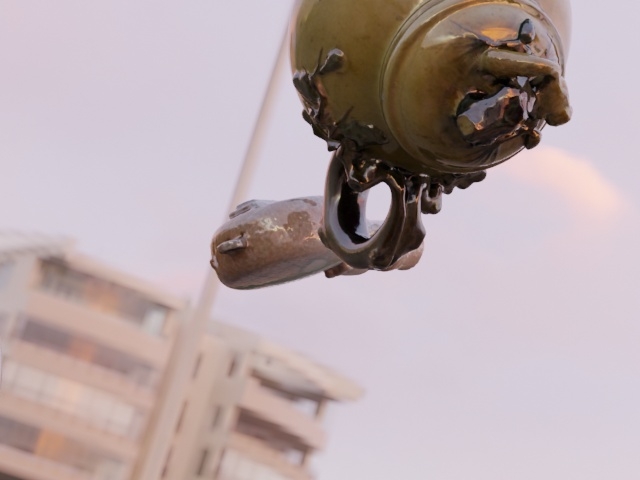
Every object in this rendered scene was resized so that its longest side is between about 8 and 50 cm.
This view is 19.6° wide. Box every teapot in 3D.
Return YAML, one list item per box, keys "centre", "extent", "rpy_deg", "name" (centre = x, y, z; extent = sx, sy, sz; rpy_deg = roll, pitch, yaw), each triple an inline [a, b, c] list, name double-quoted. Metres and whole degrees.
- centre: [0.071, -0.095, 1.085]
  extent: [0.173, 0.269, 0.182]
  rpy_deg: [14, 20, -27]
  name: "teapot"

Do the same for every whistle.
- centre: [0.000, 0.000, 1.357]
  extent: [0.107, 0.057, 0.220]
  rpy_deg: [-24, -16, 36]
  name: "whistle"

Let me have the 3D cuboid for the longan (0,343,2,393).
- centre: [-0.246, 0.062, 0.819]
  extent: [0.248, 0.248, 0.248]
  rpy_deg: [15, -18, 5]
  name: "longan"
